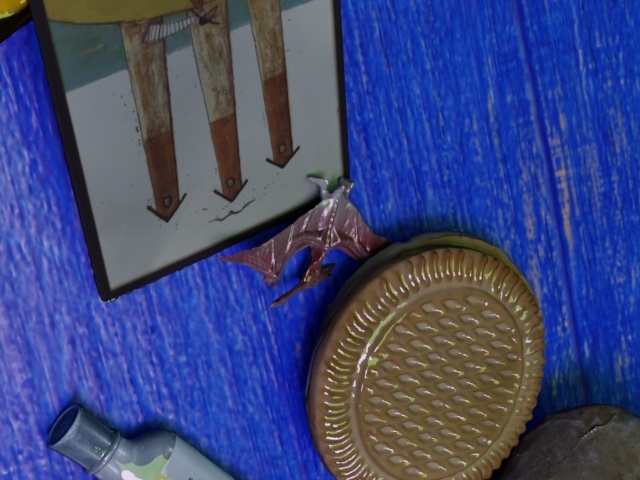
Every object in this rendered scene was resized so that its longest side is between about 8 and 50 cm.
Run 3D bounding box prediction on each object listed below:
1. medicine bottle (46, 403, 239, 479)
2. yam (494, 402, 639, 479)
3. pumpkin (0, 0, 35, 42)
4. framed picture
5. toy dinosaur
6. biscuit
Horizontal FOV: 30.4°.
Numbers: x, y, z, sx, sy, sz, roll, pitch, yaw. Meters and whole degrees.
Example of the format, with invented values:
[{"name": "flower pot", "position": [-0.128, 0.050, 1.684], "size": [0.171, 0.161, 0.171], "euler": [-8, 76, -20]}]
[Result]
[{"name": "medicine bottle", "position": [-0.130, 0.207, 0.963], "size": [0.208, 0.053, 0.090], "euler": [41, 78, -24]}, {"name": "yam", "position": [0.220, 0.296, 1.052], "size": [0.195, 0.195, 0.300], "euler": [47, 65, -22]}, {"name": "pumpkin", "position": [-0.236, -0.179, 0.830], "size": [0.247, 0.131, 0.126], "euler": [15, 81, -22]}, {"name": "framed picture", "position": [-0.085, -0.122, 0.888], "size": [0.244, 0.013, 0.324], "euler": [-25, 132, -23]}, {"name": "toy dinosaur", "position": [0.001, 0.000, 1.000], "size": [0.220, 0.032, 0.108], "euler": [-1, 109, -39]}, {"name": "biscuit", "position": [0.097, 0.115, 1.039], "size": [0.259, 0.079, 0.259], "euler": [-8, 107, -28]}]
